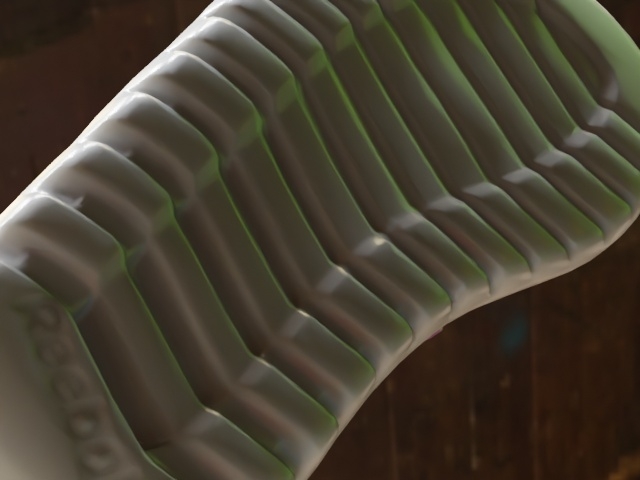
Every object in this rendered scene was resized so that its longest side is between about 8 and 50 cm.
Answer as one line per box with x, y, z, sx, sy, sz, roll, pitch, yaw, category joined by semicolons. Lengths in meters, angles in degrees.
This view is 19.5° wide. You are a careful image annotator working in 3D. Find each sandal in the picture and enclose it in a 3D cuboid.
-0.009;-0.012;0.692;0.169;0.102;0.416;52;41;4;sandal
